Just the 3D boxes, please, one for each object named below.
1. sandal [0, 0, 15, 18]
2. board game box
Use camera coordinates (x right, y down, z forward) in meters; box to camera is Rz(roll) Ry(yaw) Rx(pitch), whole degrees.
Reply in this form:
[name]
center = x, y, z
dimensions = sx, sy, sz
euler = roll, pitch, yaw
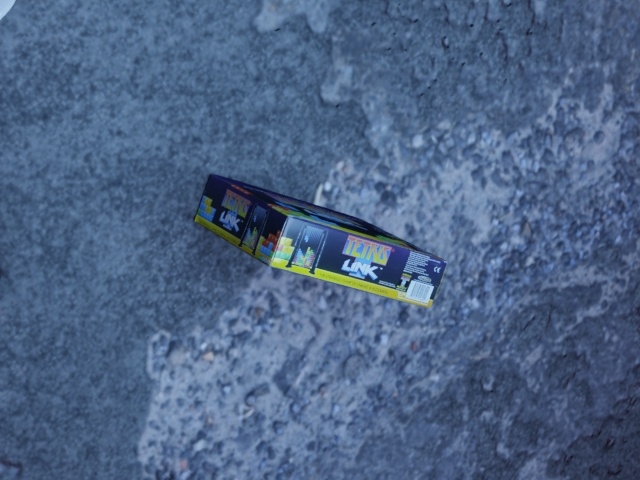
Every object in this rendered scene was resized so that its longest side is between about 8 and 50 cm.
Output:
[sandal]
center = -0.336, -0.139, 1.053
dimensions = 0.265, 0.076, 0.102
euler = -42, 101, -28
[board game box]
center = 0.000, 0.000, 1.268
dimensions = 0.170, 0.141, 0.048
euler = 16, 98, -35
